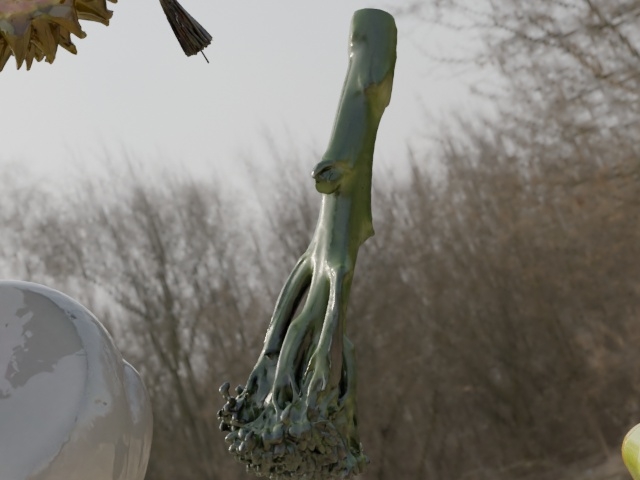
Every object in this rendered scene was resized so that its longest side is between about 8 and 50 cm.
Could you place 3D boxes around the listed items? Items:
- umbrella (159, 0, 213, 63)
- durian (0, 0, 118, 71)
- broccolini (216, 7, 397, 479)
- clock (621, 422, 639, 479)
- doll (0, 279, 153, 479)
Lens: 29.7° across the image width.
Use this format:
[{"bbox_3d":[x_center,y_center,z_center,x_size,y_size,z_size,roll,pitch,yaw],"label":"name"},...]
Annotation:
[{"bbox_3d":[-0.112,-0.177,0.965,0.031,0.083,0.020,-40,5,-28],"label":"umbrella"},{"bbox_3d":[-0.190,-0.234,0.840,0.191,0.341,0.112,-5,-36,-12],"label":"durian"},{"bbox_3d":[0.002,0.001,0.537,0.067,0.216,0.058,9,-21,0],"label":"broccolini"},{"bbox_3d":[0.373,0.181,1.022,0.202,0.143,0.096,-30,-7,2],"label":"clock"},{"bbox_3d":[-0.214,0.152,0.803,0.221,0.251,0.221,-9,-48,-11],"label":"doll"}]
